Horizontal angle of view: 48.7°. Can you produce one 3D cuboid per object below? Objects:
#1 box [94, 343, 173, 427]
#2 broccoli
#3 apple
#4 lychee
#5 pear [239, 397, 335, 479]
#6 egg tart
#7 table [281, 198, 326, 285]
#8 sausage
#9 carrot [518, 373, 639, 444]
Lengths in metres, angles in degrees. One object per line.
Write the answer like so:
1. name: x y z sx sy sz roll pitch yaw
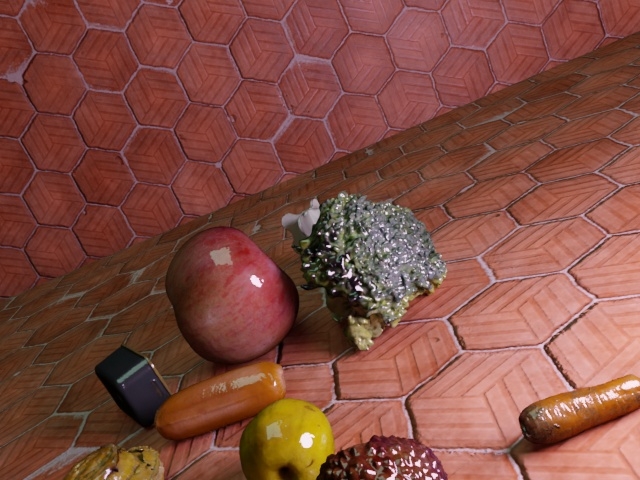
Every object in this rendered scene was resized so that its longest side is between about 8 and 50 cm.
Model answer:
1. box: -0.413 0.321 1.566 0.090 0.144 0.201 -37 22 -25
2. broccoli: 0.090 0.057 1.518 0.348 0.293 0.281 -28 -23 -49
3. apple: -0.211 0.130 1.594 0.269 0.345 0.345 -45 20 -3
4. lychee: 0.082 0.332 0.847 0.188 0.188 0.188 -22 18 7
5. pear: -0.051 0.320 1.095 0.149 0.148 0.162 -22 22 8
6. egg tart: -0.389 0.444 1.250 0.241 0.106 0.241 -25 20 10
7. table: 0.000 0.000 1.861 0.167 0.198 0.166 -21 18 7
8. sausage: -0.195 0.313 1.379 0.274 0.105 0.105 -22 18 8
9. carrot: 0.362 0.230 0.966 0.186 0.060 0.060 -18 18 0
